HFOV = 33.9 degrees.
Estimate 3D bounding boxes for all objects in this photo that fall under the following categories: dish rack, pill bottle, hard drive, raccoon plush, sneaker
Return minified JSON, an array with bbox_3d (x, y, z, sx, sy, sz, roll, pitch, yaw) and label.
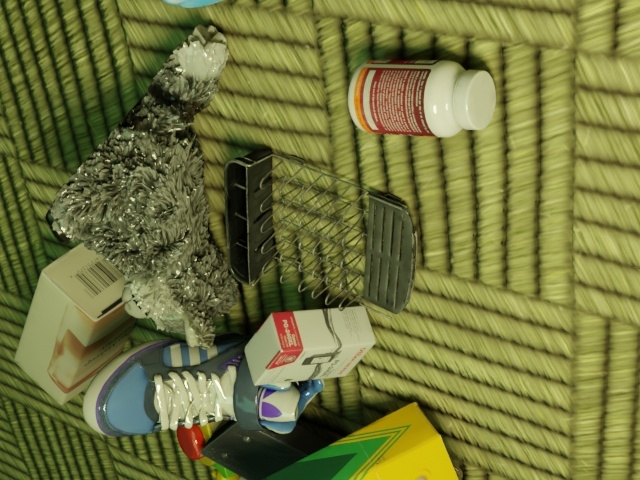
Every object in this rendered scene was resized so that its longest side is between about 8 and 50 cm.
[{"bbox_3d":[0.000,0.000,1.402,0.272,0.074,0.208,23,134,26],"label":"dish rack"},{"bbox_3d":[0.114,-0.159,1.174,0.152,0.086,0.086,8,125,37],"label":"pill bottle"},{"bbox_3d":[-0.047,0.353,1.669,0.255,0.054,0.172,30,141,-13],"label":"hard drive"},{"bbox_3d":[-0.182,-0.037,1.445,0.299,0.216,0.446,42,139,-5],"label":"raccoon plush"},{"bbox_3d":[-0.148,0.218,1.511,0.236,0.323,0.130,11,108,44],"label":"sneaker"}]

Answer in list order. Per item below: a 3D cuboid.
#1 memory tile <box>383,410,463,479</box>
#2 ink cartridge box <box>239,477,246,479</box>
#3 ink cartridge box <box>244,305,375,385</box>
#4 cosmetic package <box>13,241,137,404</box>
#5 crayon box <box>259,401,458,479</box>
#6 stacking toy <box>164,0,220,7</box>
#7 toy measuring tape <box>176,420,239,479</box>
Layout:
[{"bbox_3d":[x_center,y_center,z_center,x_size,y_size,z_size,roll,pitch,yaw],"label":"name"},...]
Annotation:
[{"bbox_3d":[0.138,0.329,1.581,0.148,0.012,0.113,41,138,8],"label":"memory tile"},{"bbox_3d":[-0.082,0.481,1.838,0.175,0.072,0.127,43,138,6],"label":"ink cartridge box"},{"bbox_3d":[-0.014,0.146,1.460,0.109,0.151,0.063,-55,45,49],"label":"ink cartridge box"},{"bbox_3d":[-0.407,0.136,1.793,0.129,0.153,0.296,42,140,8],"label":"cosmetic package"},{"bbox_3d":[0.072,0.458,1.501,0.362,0.313,0.106,67,175,-26],"label":"crayon box"},{"bbox_3d":[-0.203,-0.406,1.226,0.302,0.175,0.165,34,140,32],"label":"stacking toy"},{"bbox_3d":[-0.197,0.258,1.751,0.121,0.121,0.330,-3,105,42],"label":"toy measuring tape"}]
